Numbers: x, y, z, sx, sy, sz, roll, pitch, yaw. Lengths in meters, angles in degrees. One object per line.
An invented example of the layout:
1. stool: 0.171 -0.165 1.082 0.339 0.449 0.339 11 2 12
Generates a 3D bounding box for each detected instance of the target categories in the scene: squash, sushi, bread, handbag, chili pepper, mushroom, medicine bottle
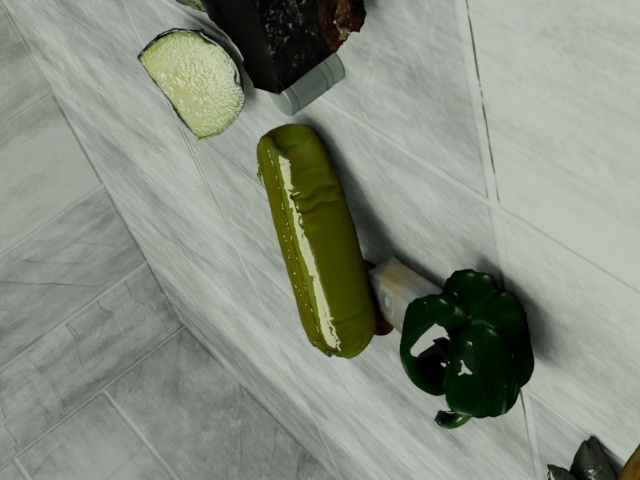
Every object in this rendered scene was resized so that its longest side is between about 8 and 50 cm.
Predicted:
1. squash: -0.185 -0.284 1.664 0.184 0.085 0.192 -23 109 43
2. sushi: -0.030 -0.275 1.107 0.153 0.150 0.172 26 149 55
3. bread: 0.000 0.000 1.570 0.166 0.112 0.383 -159 52 -70
4. handbag: 0.148 0.108 1.522 0.173 0.095 0.117 36 158 50
5. chili pepper: 0.203 0.162 1.372 0.174 0.165 0.261 22 147 26
6. mushroom: 0.074 0.085 1.694 0.170 0.080 0.135 44 147 26
7. medicine bottle: -0.020 -0.211 1.312 0.058 0.091 0.058 46 162 20

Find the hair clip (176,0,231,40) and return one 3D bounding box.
1. hair clip: -0.142 -0.360 1.347 0.321 0.091 0.138 48 165 51

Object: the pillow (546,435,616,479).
1. pillow: 0.453 0.446 1.409 0.326 0.101 0.228 45 165 28

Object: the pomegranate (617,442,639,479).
1. pomegranate: 0.396 0.248 0.874 0.281 0.281 0.281 46 162 20
